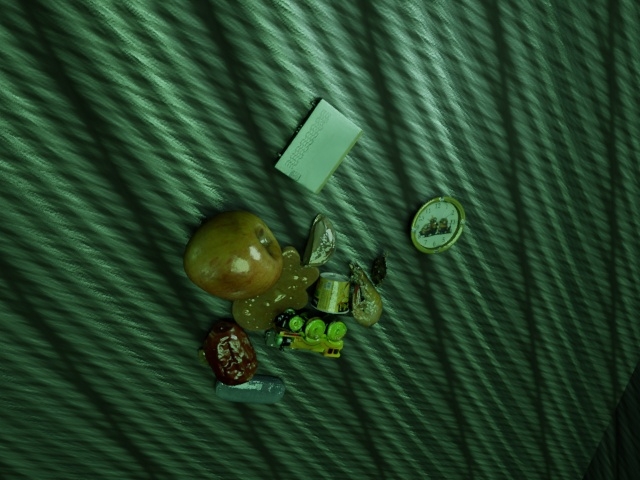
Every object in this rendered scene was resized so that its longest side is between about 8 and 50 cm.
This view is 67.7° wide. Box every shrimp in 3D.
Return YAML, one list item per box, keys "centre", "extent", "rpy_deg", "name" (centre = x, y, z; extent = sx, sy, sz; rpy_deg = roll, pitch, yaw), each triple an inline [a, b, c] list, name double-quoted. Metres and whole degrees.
- centre: [0.154, 0.213, 1.834]
  extent: [0.152, 0.062, 0.287]
  rpy_deg: [-43, 117, -28]
  name: "shrimp"

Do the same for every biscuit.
- centre: [-0.172, 0.185, 1.751]
  extent: [0.275, 0.052, 0.355]
  rpy_deg: [36, 101, -28]
  name: "biscuit"

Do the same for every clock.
- centre: [0.439, -0.063, 1.822]
  extent: [0.236, 0.057, 0.237]
  rpy_deg: [-7, 115, -16]
  name: "clock"

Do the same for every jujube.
- centre: [-0.328, 0.417, 1.743]
  extent: [0.174, 0.174, 0.251]
  rpy_deg: [-17, 119, -9]
  name: "jujube"

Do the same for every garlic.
- centre: [0.009, 0.011, 1.698]
  extent: [0.101, 0.087, 0.196]
  rpy_deg: [18, 89, -29]
  name: "garlic"

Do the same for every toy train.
- centre: [-0.041, 0.347, 1.779]
  extent: [0.296, 0.100, 0.161]
  rpy_deg: [14, 98, -26]
  name: "toy train"

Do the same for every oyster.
- centre: [0.229, 0.115, 1.815]
  extent: [0.056, 0.106, 0.177]
  rpy_deg: [5, 149, -1]
  name: "oyster"

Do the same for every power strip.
- centre: [-0.093, 0.387, 1.865]
  extent: [0.272, 0.052, 0.078]
  rpy_deg: [14, 108, -23]
  name: "power strip"

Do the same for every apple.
- centre: [-0.281, 0.057, 1.533]
  extent: [0.275, 0.299, 0.299]
  rpy_deg: [-35, 118, 11]
  name: "apple"

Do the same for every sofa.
- centre: [0.075, 0.266, 1.856]
  extent: [0.117, 0.060, 0.039]
  rpy_deg: [10, 102, -20]
  name: "sofa"

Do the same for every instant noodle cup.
- centre: [0.044, 0.193, 1.771]
  extent: [0.151, 0.151, 0.122]
  rpy_deg: [8, 103, -19]
  name: "instant noodle cup"

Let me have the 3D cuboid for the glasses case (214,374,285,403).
- centre: [-0.277, 0.588, 1.890]
  extent: [0.282, 0.067, 0.109]
  rpy_deg: [13, 106, -19]
  name: "glasses case"

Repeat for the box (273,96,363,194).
- centre: [-0.011, -0.311, 1.583]
  extent: [0.210, 0.045, 0.270]
  rpy_deg: [30, 102, -25]
  name: "box"

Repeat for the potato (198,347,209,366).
- centre: [-0.428, 0.439, 1.793]
  extent: [0.051, 0.040, 0.083]
  rpy_deg: [-27, 119, -10]
  name: "potato"
